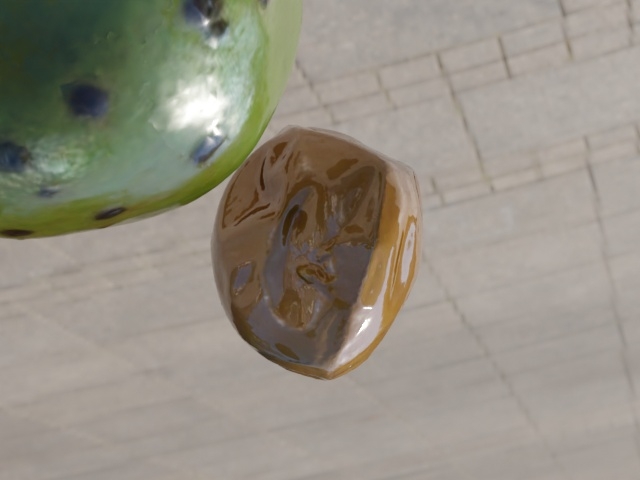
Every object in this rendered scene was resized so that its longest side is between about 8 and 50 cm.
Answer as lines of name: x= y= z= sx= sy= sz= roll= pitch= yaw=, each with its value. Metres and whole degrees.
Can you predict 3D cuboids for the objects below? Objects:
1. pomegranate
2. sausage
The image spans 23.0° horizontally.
pomegranate: x=-0.124 y=-0.137 z=0.606 sx=0.231 sy=0.285 sz=0.231 roll=-3 pitch=161 yaw=-1
sausage: x=-0.001 y=0.000 z=0.916 sx=0.120 sy=0.136 sz=0.241 roll=18 pitch=-171 yaw=-1
